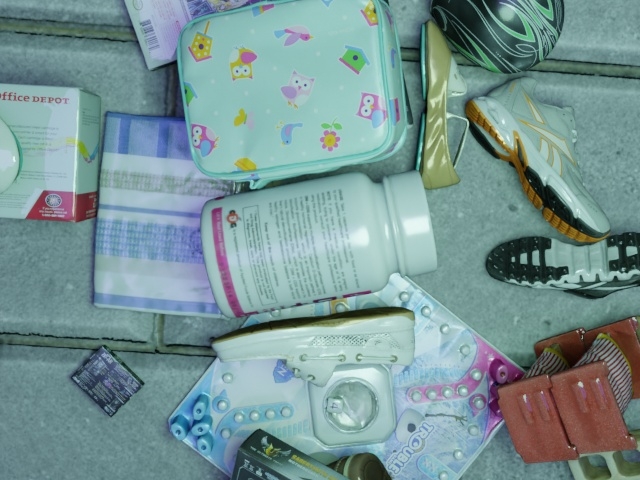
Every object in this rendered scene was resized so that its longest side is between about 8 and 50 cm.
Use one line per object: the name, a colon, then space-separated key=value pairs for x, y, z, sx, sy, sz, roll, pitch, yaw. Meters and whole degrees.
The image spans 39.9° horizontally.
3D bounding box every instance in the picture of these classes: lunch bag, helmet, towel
lunch bag: x=-0.037 y=-0.183 z=1.094 sx=0.279 sy=0.108 sz=0.224 roll=-6 pitch=98 yaw=19
helmet: x=0.244 y=-0.305 z=1.179 sx=0.161 sy=0.169 sz=0.169 roll=43 pitch=93 yaw=13
towel: x=-0.211 y=-0.033 z=1.245 sx=0.209 sy=0.034 sz=0.285 roll=4 pitch=93 yaw=0

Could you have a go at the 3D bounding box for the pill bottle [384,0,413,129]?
pill bottle: x=0.038 y=-0.257 z=1.184 sx=0.130 sy=0.130 sz=0.246 roll=-13 pitch=95 yaw=0

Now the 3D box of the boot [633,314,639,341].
boot: x=0.596 y=0.155 z=1.255 sx=0.211 sy=0.104 sz=0.295 roll=-43 pitch=99 yaw=-3

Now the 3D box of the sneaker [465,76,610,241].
sneaker: x=0.320 y=-0.120 z=1.198 sx=0.121 sy=0.099 sz=0.262 roll=-35 pitch=77 yaw=-7

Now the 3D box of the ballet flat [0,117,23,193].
ballet flat: x=-0.550 y=-0.173 z=1.107 sx=0.400 sy=0.139 sz=0.139 roll=35 pitch=93 yaw=21

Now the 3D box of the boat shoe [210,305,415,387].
boat shoe: x=-0.006 y=0.151 z=1.181 sx=0.277 sy=0.098 sz=0.096 roll=-6 pitch=94 yaw=-2

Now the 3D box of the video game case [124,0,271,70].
video game case: x=-0.175 y=-0.375 z=1.205 sx=0.210 sy=0.042 sz=0.232 roll=-19 pitch=99 yaw=2

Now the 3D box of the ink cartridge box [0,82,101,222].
ink cartridge box: x=-0.373 y=-0.119 z=1.186 sx=0.128 sy=0.127 sz=0.176 roll=4 pitch=95 yaw=-1

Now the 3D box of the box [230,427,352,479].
box: x=-0.018 y=0.383 z=1.174 sx=0.231 sy=0.056 sz=0.183 roll=25 pitch=120 yaw=19

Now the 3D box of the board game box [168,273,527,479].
board game box: x=0.045 y=0.238 z=1.264 sx=0.390 sy=0.050 sz=0.390 roll=38 pitch=92 yaw=-4

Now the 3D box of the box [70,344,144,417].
box: x=-0.306 y=0.202 z=1.268 sx=0.083 sy=0.018 sz=0.067 roll=45 pitch=92 yaw=-4

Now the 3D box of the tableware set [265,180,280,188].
tableware set: x=-0.083 y=-0.174 z=1.225 sx=0.128 sy=0.039 sz=0.194 roll=-40 pitch=102 yaw=-27

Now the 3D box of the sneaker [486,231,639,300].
sneaker: x=0.354 y=0.045 z=1.240 sx=0.234 sy=0.106 sz=0.078 roll=-4 pitch=59 yaw=20

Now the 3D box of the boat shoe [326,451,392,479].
boat shoe: x=0.078 y=0.410 z=1.222 sx=0.095 sy=0.095 sz=0.257 roll=-18 pitch=99 yaw=34

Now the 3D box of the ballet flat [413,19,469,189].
ballet flat: x=0.169 y=-0.186 z=1.221 sx=0.073 sy=0.080 sz=0.232 roll=2 pitch=104 yaw=4

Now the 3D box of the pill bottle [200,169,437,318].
pill bottle: x=0.000 y=0.000 z=1.140 sx=0.283 sy=0.160 sz=0.160 roll=-11 pitch=95 yaw=4

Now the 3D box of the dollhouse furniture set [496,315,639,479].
dollhouse furniture set: x=0.392 y=0.313 z=1.180 sx=0.152 sy=0.201 sz=0.374 roll=-19 pitch=95 yaw=32
